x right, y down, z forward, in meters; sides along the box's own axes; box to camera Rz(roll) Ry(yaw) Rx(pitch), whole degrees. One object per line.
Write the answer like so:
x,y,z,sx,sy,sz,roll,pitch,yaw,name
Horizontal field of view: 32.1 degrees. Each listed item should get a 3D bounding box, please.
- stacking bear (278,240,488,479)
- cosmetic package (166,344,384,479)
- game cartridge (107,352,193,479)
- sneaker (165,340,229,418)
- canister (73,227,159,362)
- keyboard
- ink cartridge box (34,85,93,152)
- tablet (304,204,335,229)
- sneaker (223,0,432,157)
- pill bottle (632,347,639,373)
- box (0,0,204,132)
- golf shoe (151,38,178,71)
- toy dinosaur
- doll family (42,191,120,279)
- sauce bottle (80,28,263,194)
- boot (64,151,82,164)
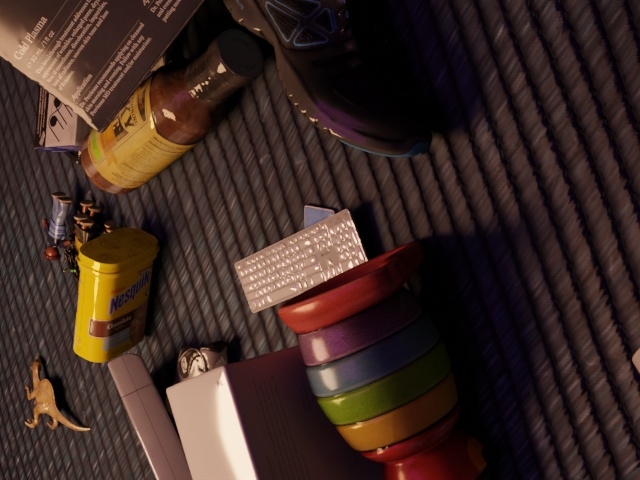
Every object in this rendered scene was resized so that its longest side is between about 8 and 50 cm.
0.085,0.171,1.206,0.164,0.175,0.289,-25,92,18,stacking bear
-0.027,0.240,1.287,0.138,0.225,0.224,-26,78,47,cosmetic package
-0.218,0.310,1.573,0.297,0.062,0.198,63,163,16,game cartridge
-0.134,0.208,1.503,0.229,0.086,0.132,24,113,43,sneaker
-0.301,0.080,1.626,0.073,0.126,0.169,24,119,23,canister
-0.028,0.030,1.391,0.256,0.014,0.072,-25,79,51,keyboard
-0.372,-0.237,1.652,0.097,0.046,0.207,1,85,39,ink cartridge box
0.000,0.000,1.369,0.054,0.006,0.083,12,108,45,tablet
0.014,-0.229,1.218,0.341,0.125,0.139,51,126,25,sneaker
0.382,0.185,0.871,0.301,0.169,0.169,59,134,20,pill bottle
-0.269,-0.366,1.301,0.312,0.179,0.343,38,120,-14,box
-0.277,-0.265,1.557,0.176,0.086,0.069,7,105,48,golf shoe
-0.468,0.284,1.906,0.183,0.053,0.092,49,129,29,toy dinosaur
-0.375,0.003,1.729,0.193,0.076,0.111,41,128,49,doll family
-0.198,-0.170,1.473,0.344,0.111,0.111,-31,76,45,sauce bottle
-0.381,-0.183,1.718,0.121,0.045,0.099,37,123,33,boot
